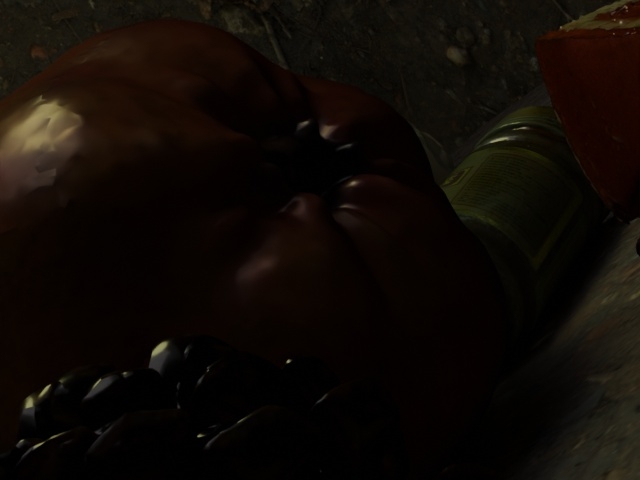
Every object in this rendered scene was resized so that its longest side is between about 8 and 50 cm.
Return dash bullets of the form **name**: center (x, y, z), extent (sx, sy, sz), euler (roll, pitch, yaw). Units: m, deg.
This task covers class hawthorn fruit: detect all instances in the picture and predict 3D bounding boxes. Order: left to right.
- **hawthorn fruit**: center (-0.111, 0.076, 1.101), extent (0.472, 0.472, 0.472), euler (-40, 3, 3)

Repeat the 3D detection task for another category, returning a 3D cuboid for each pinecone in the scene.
- **pinecone**: center (-0.055, 0.171, 0.716), extent (0.298, 0.242, 0.296), euler (-15, 18, -31)

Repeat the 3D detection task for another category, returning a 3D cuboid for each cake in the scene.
- **cake**: center (0.258, -0.153, 1.017), extent (0.158, 0.159, 0.262), euler (-25, -24, -12)

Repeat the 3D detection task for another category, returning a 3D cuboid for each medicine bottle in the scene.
- **medicine bottle**: center (0.171, -0.005, 1.383), extent (0.151, 0.151, 0.322), euler (-38, 4, 36)

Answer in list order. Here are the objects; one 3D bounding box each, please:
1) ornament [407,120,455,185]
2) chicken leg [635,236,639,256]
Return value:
- **ornament**: center (0.000, 0.000, 1.652), extent (0.337, 0.337, 0.337), euler (-40, 3, 3)
- **chicken leg**: center (0.358, -0.081, 1.002), extent (0.322, 0.083, 0.177), euler (-42, -16, 21)
